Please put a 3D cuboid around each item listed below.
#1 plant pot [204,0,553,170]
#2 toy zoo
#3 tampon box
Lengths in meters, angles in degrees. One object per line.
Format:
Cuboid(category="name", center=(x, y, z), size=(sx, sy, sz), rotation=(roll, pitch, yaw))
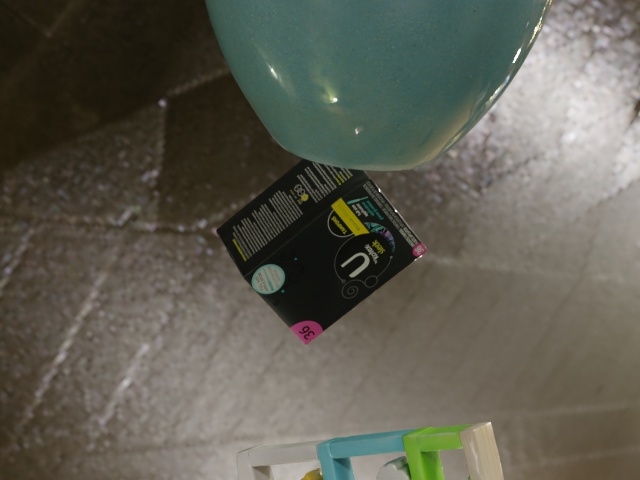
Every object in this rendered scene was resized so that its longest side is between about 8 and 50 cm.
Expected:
Cuboid(category="plant pot", center=(0.039, -0.167, 1.163), size=(0.290, 0.290, 0.195), rotation=(-18, 121, -46))
Cuboid(category="toy zoo", center=(0.033, 0.259, 1.244), size=(0.030, 0.293, 0.192), rotation=(-13, 91, -53))
Cuboid(category="tampon box", center=(0.000, 0.000, 1.513), size=(0.161, 0.101, 0.120), rotation=(-39, 126, 3))
